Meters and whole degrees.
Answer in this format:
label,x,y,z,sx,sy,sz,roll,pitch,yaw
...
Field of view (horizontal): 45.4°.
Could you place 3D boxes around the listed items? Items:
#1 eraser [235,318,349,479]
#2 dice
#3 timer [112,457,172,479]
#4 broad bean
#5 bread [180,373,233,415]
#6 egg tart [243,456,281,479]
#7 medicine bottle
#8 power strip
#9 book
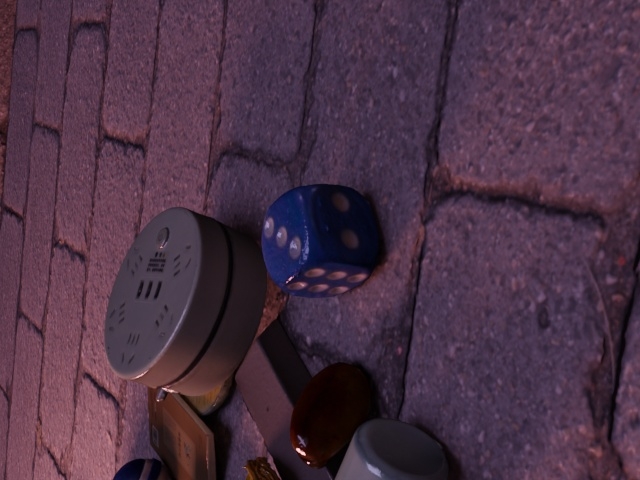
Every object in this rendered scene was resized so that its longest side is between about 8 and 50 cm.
label,x,y,z,sx,sy,sz,roll,pitch,yaw
eraser,-0.052,0.293,1.306,0.111,0.077,0.353,-60,44,28
dice,0.000,0.000,1.195,0.146,0.143,0.146,-38,55,47
timer,-0.463,0.651,1.734,0.384,0.270,0.270,-57,45,14
broad bean,0.014,0.262,1.172,0.114,0.165,0.084,32,154,23
bread,-0.250,0.236,1.602,0.267,0.040,0.267,-2,87,53
egg tart,-0.077,0.456,1.247,0.213,0.090,0.213,60,172,14
medicine bottle,0.078,0.373,1.071,0.139,0.139,0.226,45,122,45
power strip,-0.266,0.126,1.449,0.357,0.161,0.358,-28,50,40
book,-0.303,0.428,1.645,0.310,0.021,0.217,30,124,50
